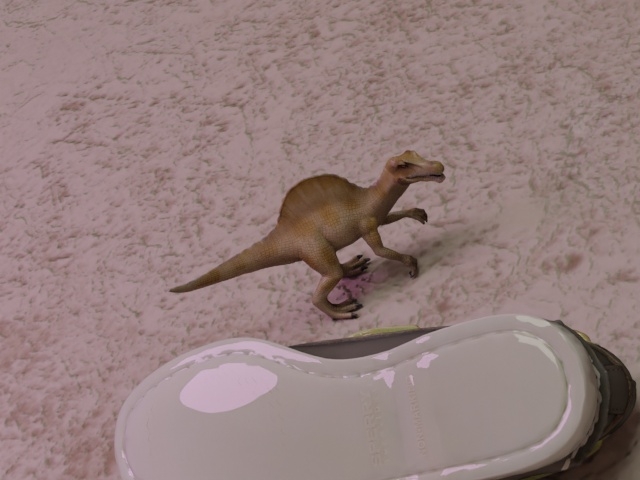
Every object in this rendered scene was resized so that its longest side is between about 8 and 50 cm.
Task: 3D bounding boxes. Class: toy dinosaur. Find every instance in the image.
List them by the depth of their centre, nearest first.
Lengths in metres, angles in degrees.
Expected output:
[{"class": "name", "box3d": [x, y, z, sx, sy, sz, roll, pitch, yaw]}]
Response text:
[{"class": "toy dinosaur", "box3d": [0.000, 0.000, 1.158, 0.183, 0.092, 0.053, -28, 35, 8]}]

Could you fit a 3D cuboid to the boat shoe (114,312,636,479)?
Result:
[{"class": "boat shoe", "box3d": [0.024, 0.102, 1.025, 0.305, 0.091, 0.109, -11, 78, 31]}]
